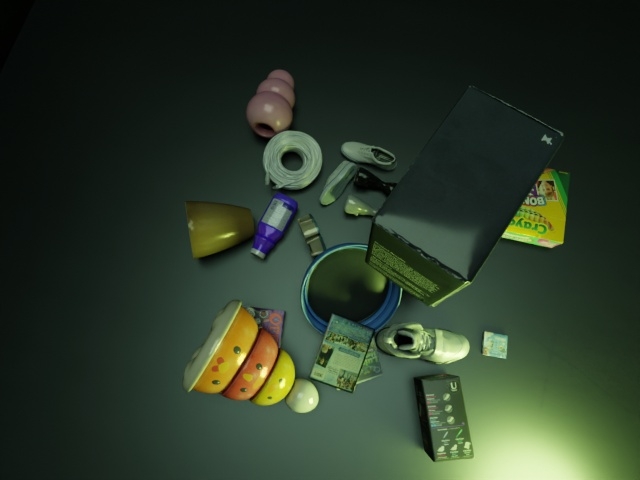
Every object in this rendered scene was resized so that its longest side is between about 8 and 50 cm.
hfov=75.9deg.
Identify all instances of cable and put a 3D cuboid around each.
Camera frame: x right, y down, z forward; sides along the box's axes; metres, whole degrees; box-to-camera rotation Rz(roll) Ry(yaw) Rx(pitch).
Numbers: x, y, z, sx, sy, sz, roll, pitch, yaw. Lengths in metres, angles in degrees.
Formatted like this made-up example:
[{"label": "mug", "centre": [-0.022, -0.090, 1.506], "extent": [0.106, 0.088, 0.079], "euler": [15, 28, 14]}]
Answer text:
[{"label": "cable", "centre": [-0.122, -0.347, 1.793], "extent": [0.257, 0.089, 0.257], "euler": [-4, 85, -6]}]

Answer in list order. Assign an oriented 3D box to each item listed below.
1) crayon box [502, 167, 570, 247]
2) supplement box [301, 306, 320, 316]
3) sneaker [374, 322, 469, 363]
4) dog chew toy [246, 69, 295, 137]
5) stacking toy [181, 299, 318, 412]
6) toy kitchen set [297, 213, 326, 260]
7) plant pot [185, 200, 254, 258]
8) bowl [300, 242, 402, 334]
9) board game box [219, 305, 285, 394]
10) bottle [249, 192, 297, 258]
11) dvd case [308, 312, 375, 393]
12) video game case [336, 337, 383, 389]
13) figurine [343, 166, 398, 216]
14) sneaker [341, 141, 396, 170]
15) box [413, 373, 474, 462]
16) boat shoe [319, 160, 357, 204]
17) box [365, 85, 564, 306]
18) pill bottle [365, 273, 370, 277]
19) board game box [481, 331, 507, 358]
[{"label": "crayon box", "centre": [0.828, -0.163, 1.723], "extent": [0.363, 0.106, 0.313], "euler": [12, 75, 5]}, {"label": "supplement box", "centre": [-0.022, 0.261, 1.656], "extent": [0.083, 0.056, 0.083], "euler": [33, 78, 9]}, {"label": "sneaker", "centre": [0.389, 0.387, 1.531], "extent": [0.366, 0.210, 0.137], "euler": [5, 75, 3]}, {"label": "dog chew toy", "centre": [-0.205, -0.625, 1.838], "extent": [0.207, 0.206, 0.331], "euler": [13, 68, 5]}, {"label": "stacking toy", "centre": [-0.210, 0.463, 1.472], "extent": [0.480, 0.350, 0.350], "euler": [31, 77, -8]}, {"label": "toy kitchen set", "centre": [0.000, 0.000, 1.726], "extent": [0.122, 0.166, 0.207], "euler": [-20, 112, -3]}, {"label": "plant pot", "centre": [-0.408, -0.059, 1.683], "extent": [0.255, 0.237, 0.237], "euler": [-8, 74, -15]}, {"label": "bowl", "centre": [0.113, 0.190, 1.566], "extent": [0.391, 0.077, 0.390], "euler": [-3, 107, -10]}, {"label": "board game box", "centre": [-0.265, 0.439, 1.621], "extent": [0.208, 0.056, 0.346], "euler": [7, 75, -1]}, {"label": "bottle", "centre": [-0.202, -0.058, 1.730], "extent": [0.118, 0.092, 0.282], "euler": [26, 77, 2]}, {"label": "dvd case", "centre": [0.082, 0.419, 1.526], "extent": [0.180, 0.022, 0.253], "euler": [23, 81, -11]}, {"label": "video game case", "centre": [0.129, 0.454, 1.556], "extent": [0.191, 0.022, 0.173], "euler": [-14, 90, -14]}, {"label": "figurine", "centre": [0.226, -0.182, 1.760], "extent": [0.210, 0.092, 0.214], "euler": [20, 77, 3]}, {"label": "sneaker", "centre": [0.216, -0.387, 1.809], "extent": [0.258, 0.091, 0.094], "euler": [17, 76, 6]}, {"label": "box", "centre": [0.440, 0.631, 1.486], "extent": [0.144, 0.165, 0.270], "euler": [-6, 75, 0]}, {"label": "boat shoe", "centre": [0.066, -0.253, 1.794], "extent": [0.226, 0.083, 0.076], "euler": [-47, 49, -7]}, {"label": "box", "centre": [0.388, -0.093, 1.240], "extent": [0.297, 0.472, 0.479], "euler": [35, 79, 11]}, {"label": "pill bottle", "centre": [0.154, 0.120, 1.650], "extent": [0.180, 0.108, 0.107], "euler": [11, 75, -14]}, {"label": "board game box", "centre": [0.685, 0.411, 1.615], "extent": [0.090, 0.020, 0.090], "euler": [9, 74, 4]}]
